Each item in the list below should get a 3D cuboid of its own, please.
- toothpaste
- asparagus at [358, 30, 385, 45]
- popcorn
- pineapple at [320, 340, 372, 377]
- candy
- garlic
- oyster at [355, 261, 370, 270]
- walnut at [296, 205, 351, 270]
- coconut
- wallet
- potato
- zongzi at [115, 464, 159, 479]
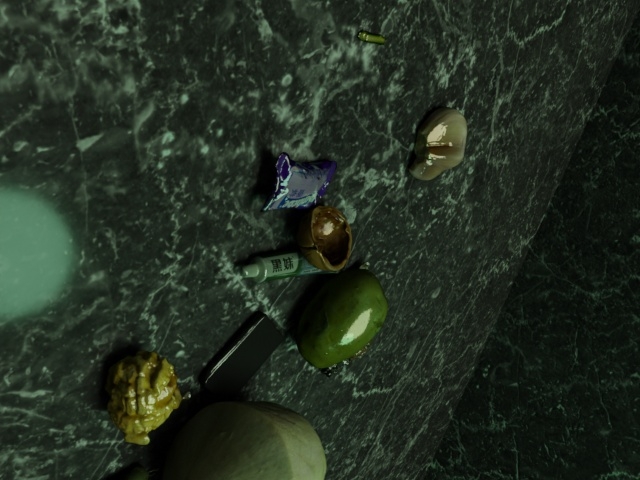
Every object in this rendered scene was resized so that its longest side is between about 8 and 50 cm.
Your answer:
[{"bbox_3d":[-0.062,0.057,1.556,0.392,0.061,0.098,-8,94,-52],"label":"toothpaste"},{"bbox_3d":[0.128,-0.479,1.454,0.108,0.021,0.025,-11,122,-50],"label":"asparagus"},{"bbox_3d":[-0.372,0.323,1.268,0.163,0.140,0.194,-51,157,-31],"label":"popcorn"},{"bbox_3d":[0.074,0.352,1.946,0.197,0.108,0.108,-48,147,1],"label":"pineapple"},{"bbox_3d":[-0.050,-0.129,1.427,0.275,0.070,0.145,-7,127,-63],"label":"candy"},{"bbox_3d":[0.378,-0.294,1.863,0.228,0.110,0.217,-21,126,-45],"label":"garlic"},{"bbox_3d":[0.113,0.151,1.871,0.125,0.064,0.177,-25,131,-38],"label":"oyster"},{"bbox_3d":[-0.001,0.000,1.543,0.211,0.087,0.167,-19,91,-61],"label":"walnut"},{"bbox_3d":[-0.194,0.578,1.498,0.415,0.344,0.415,-31,154,-17],"label":"coconut"},{"bbox_3d":[-0.197,0.296,1.570,0.250,0.044,0.149,-49,142,-18],"label":"wallet"},{"bbox_3d":[0.061,0.219,1.716,0.304,0.216,0.216,-52,146,-16],"label":"potato"},{"bbox_3d":[-0.457,0.586,1.440,0.130,0.062,0.154,-54,170,29],"label":"zongzi"}]
